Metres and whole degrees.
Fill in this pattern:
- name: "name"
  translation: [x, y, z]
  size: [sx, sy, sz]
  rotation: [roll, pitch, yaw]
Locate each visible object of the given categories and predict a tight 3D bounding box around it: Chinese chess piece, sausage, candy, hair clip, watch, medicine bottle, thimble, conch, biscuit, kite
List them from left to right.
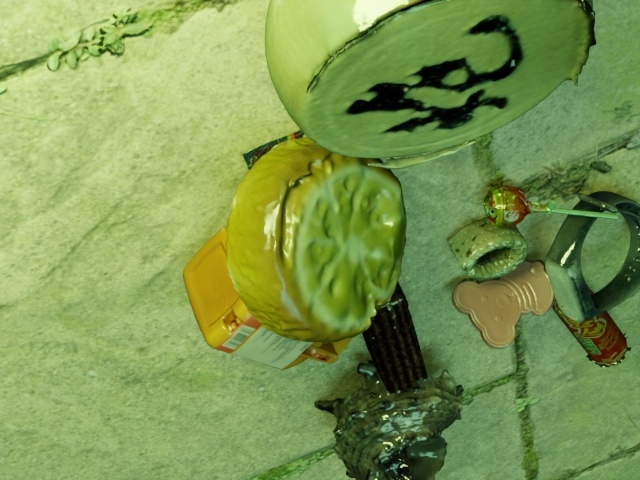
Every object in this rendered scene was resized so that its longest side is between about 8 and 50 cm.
- name: "kite"
  translation: [-0.059, -0.101, 1.396]
  size: [0.090, 0.004, 0.122]
  rotation: [14, 127, -37]
- name: "medicine bottle"
  translation: [-0.061, 0.087, 1.490]
  size: [0.222, 0.149, 0.112]
  rotation: [23, 121, -43]
- name: "candy"
  translation: [0.000, 0.000, 1.360]
  size: [0.118, 0.259, 0.260]
  rotation: [1, 163, 45]
- name: "biscuit"
  translation: [0.096, 0.125, 1.648]
  size: [0.070, 0.106, 0.252]
  rotation: [-22, 140, -2]
- name: "conch"
  translation: [0.135, 0.310, 1.845]
  size: [0.241, 0.186, 0.313]
  rotation: [-22, 122, -14]
- name: "Chinese chess piece"
  translation: [0.115, -0.218, 1.181]
  size: [0.350, 0.146, 0.349]
  rotation: [-14, 157, -6]
- name: "thimble"
  translation: [0.245, 0.011, 1.632]
  size: [0.110, 0.062, 0.084]
  rotation: [-9, 135, -19]
- name: "hair clip"
  translation: [0.289, 0.090, 1.712]
  size: [0.138, 0.123, 0.102]
  rotation: [-36, 168, 22]
- name: "candy"
  translation: [0.330, -0.042, 1.587]
  size: [0.201, 0.060, 0.060]
  rotation: [4, 135, -9]
- name: "sausage"
  translation: [0.441, 0.128, 1.858]
  size: [0.083, 0.083, 0.264]
  rotation: [-34, 139, 11]
- name: "watch"
  translation: [0.427, 0.016, 1.686]
  size: [0.193, 0.068, 0.206]
  rotation: [-44, 131, -15]
